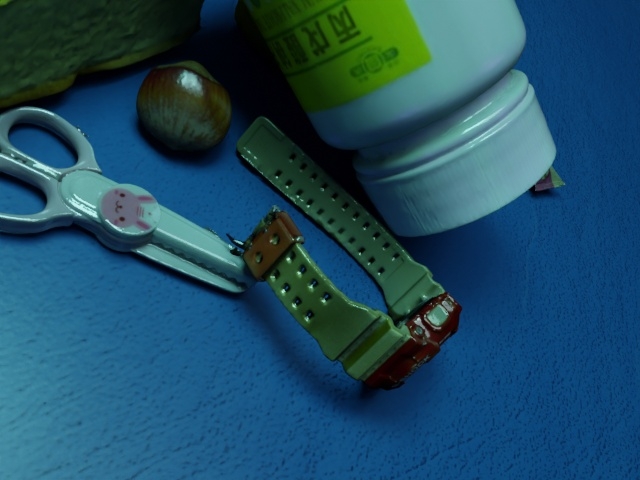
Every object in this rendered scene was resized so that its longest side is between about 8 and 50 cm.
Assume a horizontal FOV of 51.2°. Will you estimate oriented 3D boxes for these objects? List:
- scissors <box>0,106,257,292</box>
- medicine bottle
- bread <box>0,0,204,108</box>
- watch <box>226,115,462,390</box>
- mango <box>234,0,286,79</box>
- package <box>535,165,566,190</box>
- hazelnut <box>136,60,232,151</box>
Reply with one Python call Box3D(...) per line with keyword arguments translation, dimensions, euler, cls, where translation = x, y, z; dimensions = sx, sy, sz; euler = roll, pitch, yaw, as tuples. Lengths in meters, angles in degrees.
Box3D(translation=(-0.159, -0.019, 0.535), dimensions=(0.242, 0.030, 0.118), euler=(29, 46, -12), cls="scissors")
Box3D(translation=(0.055, -0.209, 0.599), dimensions=(0.379, 0.213, 0.214), euler=(59, 42, -19), cls="medicine bottle")
Box3D(translation=(-0.297, -0.283, 0.559), dimensions=(0.333, 0.143, 0.323), euler=(46, 44, 5), cls="bread")
Box3D(translation=(0.003, 0.006, 0.581), dimensions=(0.268, 0.102, 0.165), euler=(44, 25, 2), cls="watch")
Box3D(translation=(0.041, -0.258, 0.770), dimensions=(0.256, 0.138, 0.187), euler=(23, 61, -10), cls="mango")
Box3D(translation=(0.286, -0.101, 0.894), dimensions=(0.059, 0.029, 0.083), euler=(-10, 54, -30), cls="package")
Box3D(translation=(-0.123, -0.121, 0.608), dimensions=(0.086, 0.086, 0.087), euler=(18, 50, -22), cls="hazelnut")
